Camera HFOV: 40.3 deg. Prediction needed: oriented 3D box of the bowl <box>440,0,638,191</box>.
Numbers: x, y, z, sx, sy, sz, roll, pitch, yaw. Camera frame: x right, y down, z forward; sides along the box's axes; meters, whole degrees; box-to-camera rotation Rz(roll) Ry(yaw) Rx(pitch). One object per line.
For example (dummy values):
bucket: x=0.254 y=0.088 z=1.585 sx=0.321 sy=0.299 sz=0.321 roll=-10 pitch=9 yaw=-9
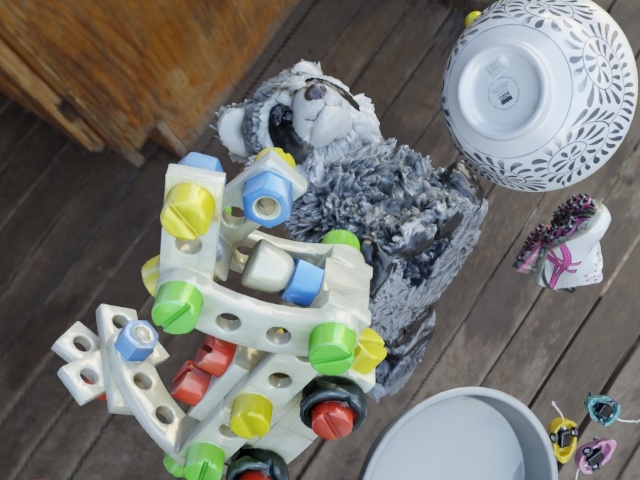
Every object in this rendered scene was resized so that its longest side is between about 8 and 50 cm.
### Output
bowl: x=0.160 y=-0.120 z=0.704 sx=0.170 sy=0.080 sz=0.170 roll=5 pitch=100 yaw=32

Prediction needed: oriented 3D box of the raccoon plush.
raccoon plush: x=0.000 y=0.000 z=1.079 sx=0.299 sy=0.447 sz=0.216 roll=40 pitch=47 yaw=24

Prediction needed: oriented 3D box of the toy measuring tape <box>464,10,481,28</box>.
toy measuring tape: x=0.333 y=-0.271 z=1.632 sx=0.121 sy=0.121 sz=0.330 roll=-17 pitch=82 yaw=4

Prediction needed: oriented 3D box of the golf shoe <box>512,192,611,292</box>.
golf shoe: x=0.275 y=0.007 z=0.935 sx=0.086 sy=0.186 sz=0.068 roll=32 pitch=74 yaw=4

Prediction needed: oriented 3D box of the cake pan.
cake pan: x=0.172 y=0.328 z=1.127 sx=0.293 sy=0.054 sz=0.294 roll=-2 pitch=95 yaw=-21

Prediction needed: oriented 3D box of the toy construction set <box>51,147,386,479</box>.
toy construction set: x=-0.081 y=0.080 z=0.641 sx=0.215 sy=0.327 sz=0.151 roll=30 pitch=49 yaw=-19

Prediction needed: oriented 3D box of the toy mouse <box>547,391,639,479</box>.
toy mouse: x=0.370 y=0.260 z=1.192 sx=0.143 sy=0.031 sz=0.161 roll=-16 pitch=112 yaw=-18
